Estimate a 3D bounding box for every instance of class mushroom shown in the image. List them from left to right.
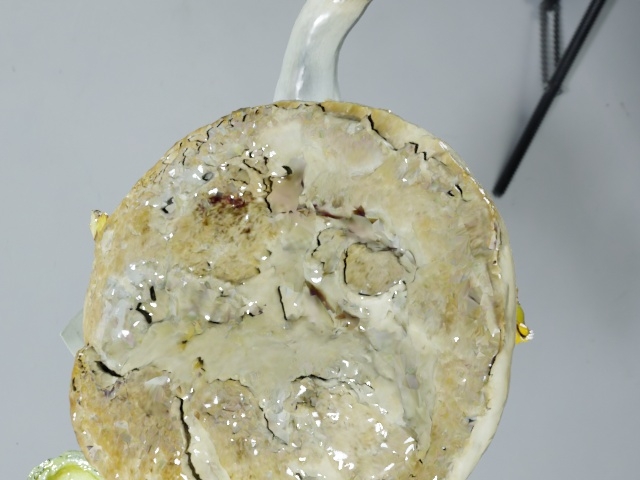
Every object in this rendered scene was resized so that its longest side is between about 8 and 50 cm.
[{"bbox_3d":[-0.002,-0.200,1.134,0.096,0.099,0.278,16,116,7],"label":"mushroom"}]

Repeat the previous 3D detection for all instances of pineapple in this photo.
[{"bbox_3d":[-0.360,-0.012,1.589,0.077,0.114,0.114,-48,52,-6],"label":"pineapple"}]

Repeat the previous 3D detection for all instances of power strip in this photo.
[{"bbox_3d":[-0.206,0.132,1.018,0.042,0.175,0.075,-48,54,0],"label":"power strip"}]

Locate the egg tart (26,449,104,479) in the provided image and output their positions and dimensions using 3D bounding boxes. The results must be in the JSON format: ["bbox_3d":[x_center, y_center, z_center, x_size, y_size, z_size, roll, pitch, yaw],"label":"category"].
[{"bbox_3d":[-0.461,0.494,1.776,0.197,0.078,0.197,-2,77,8],"label":"egg tart"}]

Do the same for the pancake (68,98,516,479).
[{"bbox_3d":[-0.032,0.066,0.724,0.387,0.082,0.386,-8,73,26],"label":"pancake"}]

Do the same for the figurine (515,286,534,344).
[{"bbox_3d":[0.303,0.131,1.684,0.122,0.176,0.121,-22,57,9],"label":"figurine"}]
